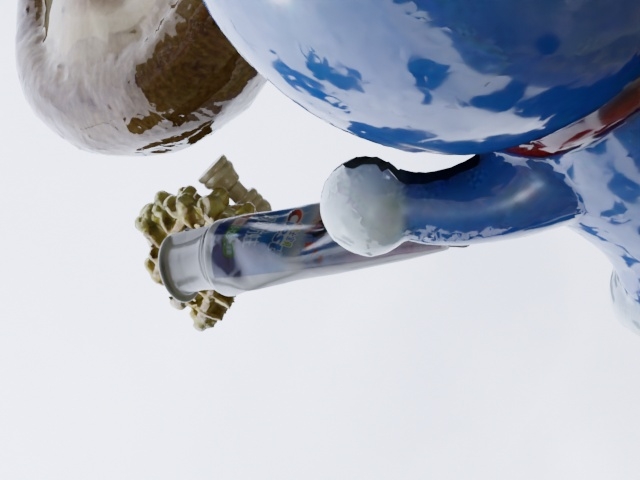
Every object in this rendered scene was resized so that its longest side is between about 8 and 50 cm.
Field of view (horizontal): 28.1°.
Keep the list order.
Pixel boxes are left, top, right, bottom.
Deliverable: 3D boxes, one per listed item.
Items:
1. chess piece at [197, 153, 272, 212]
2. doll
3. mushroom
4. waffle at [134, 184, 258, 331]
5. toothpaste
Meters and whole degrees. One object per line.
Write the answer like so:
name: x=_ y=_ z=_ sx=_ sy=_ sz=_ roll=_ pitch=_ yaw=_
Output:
chess piece: x=-0.068 y=-0.035 z=1.169 sx=0.092 sy=0.035 sz=0.035 roll=44 pitch=-133 yaw=-10
doll: x=0.074 y=-0.083 z=0.396 sx=0.257 sy=0.161 sz=0.215 roll=42 pitch=-94 yaw=-27
mushroom: x=-0.143 y=-0.233 z=1.145 sx=0.239 sy=0.345 sz=0.345 roll=40 pitch=-130 yaw=-21
waffle: x=-0.099 y=0.019 z=1.196 sx=0.046 sy=0.192 sz=0.161 roll=-51 pitch=-60 yaw=-36
toothpaste: x=0.000 y=0.000 z=0.983 sx=0.061 sy=0.266 sz=0.096 roll=68 pitch=-151 yaw=-23
